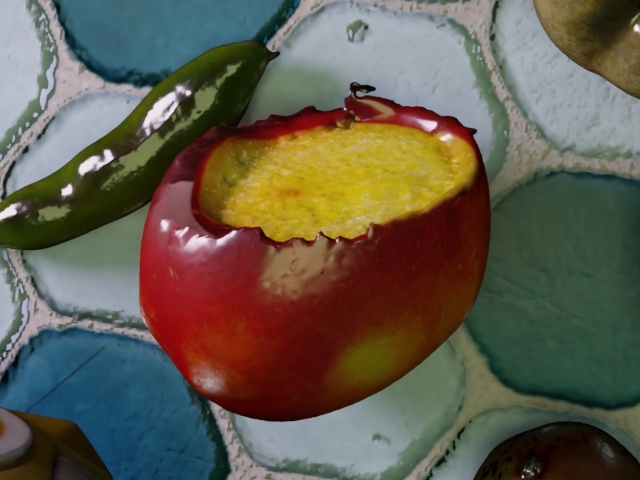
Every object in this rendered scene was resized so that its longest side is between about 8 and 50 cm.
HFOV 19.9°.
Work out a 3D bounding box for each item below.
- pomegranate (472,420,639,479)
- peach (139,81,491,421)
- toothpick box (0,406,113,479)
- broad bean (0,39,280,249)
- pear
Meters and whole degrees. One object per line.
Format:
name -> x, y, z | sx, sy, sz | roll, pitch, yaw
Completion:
pomegranate -> 0.158, 0.178, 1.189 | 0.130, 0.130, 0.130 | 1, 100, 5
peach -> 0.000, 0.000, 1.131 | 0.226, 0.190, 0.196 | -45, 83, 17
toothpick box -> -0.259, 0.290, 1.096 | 0.425, 0.409, 0.409 | 43, 100, 2
broad bean -> -0.131, -0.053, 1.205 | 0.254, 0.046, 0.065 | -32, 82, 10
pear -> 0.214, -0.162, 1.110 | 0.167, 0.136, 0.167 | 2, 103, 9
